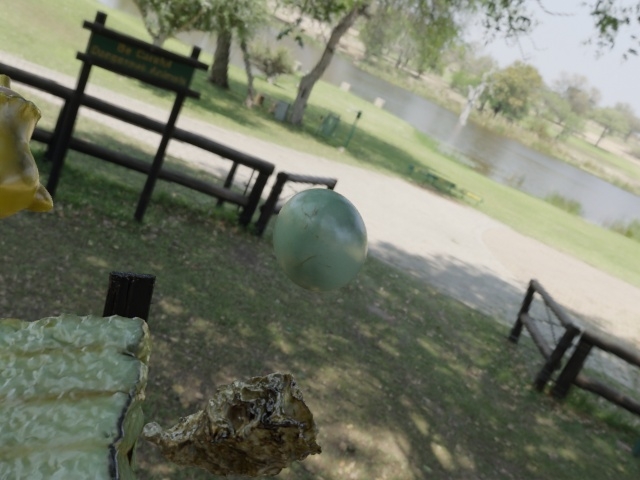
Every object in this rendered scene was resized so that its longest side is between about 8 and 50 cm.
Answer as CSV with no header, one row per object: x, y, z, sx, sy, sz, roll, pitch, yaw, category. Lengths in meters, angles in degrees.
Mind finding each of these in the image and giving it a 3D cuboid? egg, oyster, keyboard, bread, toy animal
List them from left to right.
-0.480,-0.146,0.958,0.156,0.156,0.229,1,70,-52,toy animal
-0.365,0.316,0.899,0.240,0.264,0.395,1,44,-8,bread
-0.365,0.162,1.206,0.087,0.250,0.017,6,30,-23,keyboard
-0.145,0.369,1.173,0.204,0.396,0.111,56,35,-12,oyster
0.000,0.000,1.150,0.168,0.168,0.231,31,-22,19,egg
